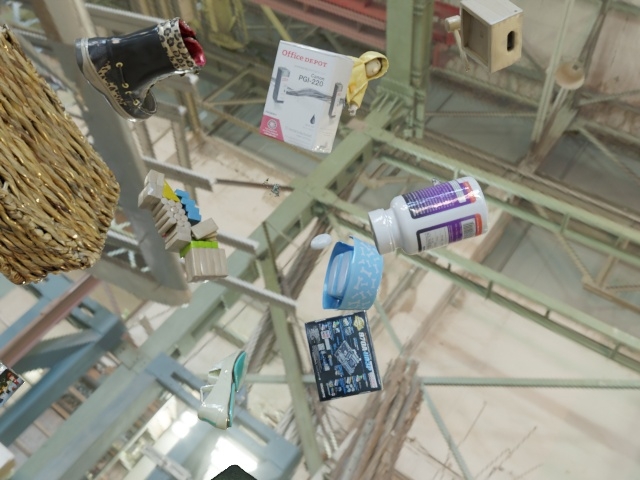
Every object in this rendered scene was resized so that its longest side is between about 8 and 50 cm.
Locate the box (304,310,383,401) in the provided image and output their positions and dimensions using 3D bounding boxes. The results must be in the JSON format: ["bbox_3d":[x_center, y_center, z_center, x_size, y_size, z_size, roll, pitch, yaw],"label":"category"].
[{"bbox_3d":[0.063,0.313,1.723,0.051,0.175,0.220,29,48,-78],"label":"box"}]

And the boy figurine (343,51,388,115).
[{"bbox_3d":[0.087,-0.446,1.819,0.092,0.285,0.177,24,-36,40],"label":"boy figurine"}]

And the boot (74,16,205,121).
[{"bbox_3d":[-0.451,-0.460,1.723,0.377,0.284,0.138,55,22,-71],"label":"boot"}]

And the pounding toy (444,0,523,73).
[{"bbox_3d":[0.378,-0.483,1.473,0.181,0.094,0.206,73,-10,-48],"label":"pounding toy"}]

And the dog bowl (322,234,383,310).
[{"bbox_3d":[0.070,0.083,1.429,0.074,0.166,0.297,13,-7,-8],"label":"dog bowl"}]

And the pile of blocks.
[{"bbox_3d":[-0.394,-0.029,1.804,0.112,0.149,0.362,-34,-95,46],"label":"pile of blocks"}]

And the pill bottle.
[{"bbox_3d":[0.186,-0.037,1.111,0.108,0.193,0.108,165,-90,-90],"label":"pill bottle"}]

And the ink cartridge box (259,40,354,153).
[{"bbox_3d":[-0.032,-0.324,1.429,0.158,0.092,0.218,22,-75,26],"label":"ink cartridge box"}]

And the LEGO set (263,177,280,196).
[{"bbox_3d":[-0.168,-0.187,2.270,0.083,0.054,0.023,29,-16,-30],"label":"LEGO set"}]

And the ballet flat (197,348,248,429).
[{"bbox_3d":[-0.208,0.303,1.333,0.086,0.086,0.248,49,14,-13],"label":"ballet flat"}]

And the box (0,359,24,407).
[{"bbox_3d":[-0.637,0.282,1.146,0.233,0.159,0.044,3,-42,52],"label":"box"}]

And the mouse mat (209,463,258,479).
[{"bbox_3d":[-0.155,0.504,1.178,0.190,0.152,0.007,48,8,-25],"label":"mouse mat"}]

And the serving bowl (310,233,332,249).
[{"bbox_3d":[0.000,0.000,2.269,0.083,0.083,0.027,4,-52,49],"label":"serving bowl"}]

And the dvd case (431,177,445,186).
[{"bbox_3d":[0.327,-0.101,1.618,0.013,0.087,0.120,-32,-111,25],"label":"dvd case"}]

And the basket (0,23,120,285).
[{"bbox_3d":[-0.438,-0.077,0.807,0.222,0.214,0.299,-11,-44,12],"label":"basket"}]
